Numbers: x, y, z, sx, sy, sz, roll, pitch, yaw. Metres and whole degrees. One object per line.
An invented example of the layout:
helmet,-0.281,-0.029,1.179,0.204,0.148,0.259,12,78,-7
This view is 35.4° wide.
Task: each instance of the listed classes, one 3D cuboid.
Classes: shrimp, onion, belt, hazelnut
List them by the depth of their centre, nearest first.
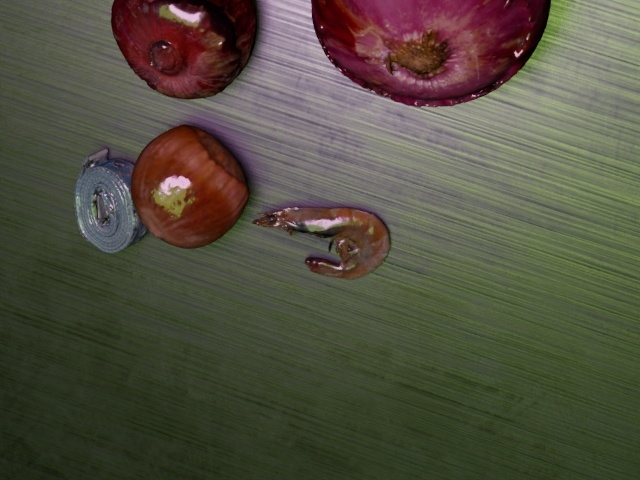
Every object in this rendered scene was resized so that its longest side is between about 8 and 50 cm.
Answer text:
onion,0.171,-0.372,1.514,0.358,0.345,0.358,13,130,16
onion,-0.225,-0.348,1.645,0.246,0.190,0.246,7,130,8
hazelnut,-0.232,-0.087,1.746,0.214,0.214,0.176,47,154,-8
shrimp,0.000,0.001,1.811,0.251,0.052,0.143,11,116,6
belt,-0.379,-0.065,1.846,0.147,0.082,0.163,30,118,10
